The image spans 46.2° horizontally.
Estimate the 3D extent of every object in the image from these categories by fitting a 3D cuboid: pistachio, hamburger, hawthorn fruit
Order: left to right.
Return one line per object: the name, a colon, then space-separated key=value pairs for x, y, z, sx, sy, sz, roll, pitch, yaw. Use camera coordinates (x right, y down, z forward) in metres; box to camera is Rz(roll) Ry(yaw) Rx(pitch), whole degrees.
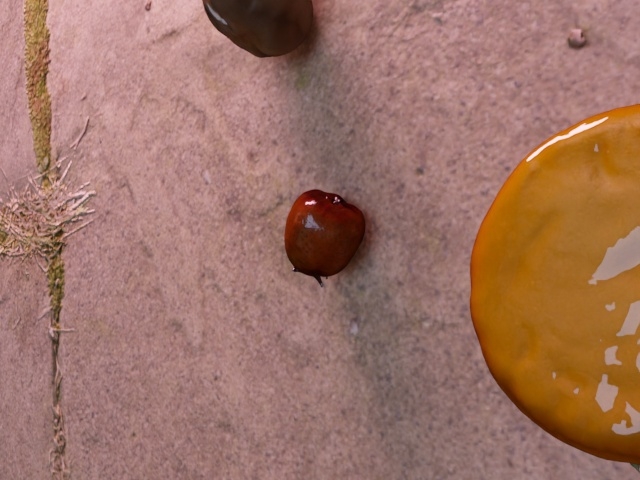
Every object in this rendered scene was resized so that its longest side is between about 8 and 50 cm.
pistachio: x=-0.071 y=-0.285 z=0.816 sx=0.124 sy=0.124 sz=0.185 roll=-15 pitch=72 yaw=38
hawthorn fruit: x=0.000 y=0.000 z=0.760 sx=0.081 sy=0.081 sz=0.093 roll=37 pitch=113 yaw=35
hamburger: x=0.231 y=0.032 z=0.504 sx=0.246 sy=0.170 sz=0.246 roll=-12 pitch=71 yaw=36
